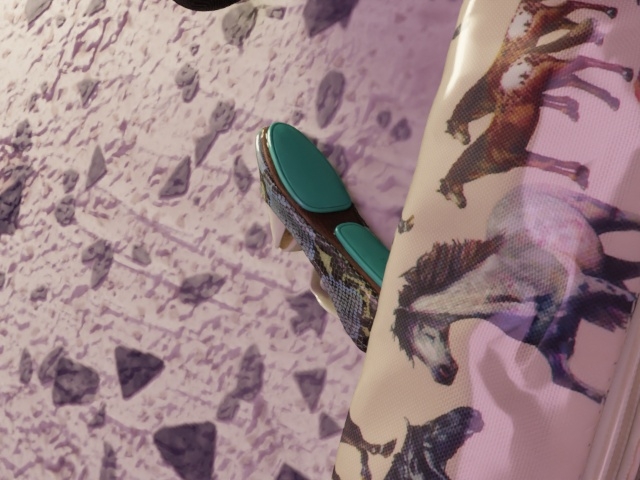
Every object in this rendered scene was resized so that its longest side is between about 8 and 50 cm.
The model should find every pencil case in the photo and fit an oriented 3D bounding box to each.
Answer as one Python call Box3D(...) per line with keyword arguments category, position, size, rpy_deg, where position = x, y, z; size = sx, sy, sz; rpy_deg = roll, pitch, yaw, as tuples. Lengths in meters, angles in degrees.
Box3D(category="pencil case", position=(0.122, 0.025, 0.460), size=(0.183, 0.160, 0.410), rpy_deg=(17, 91, 50))

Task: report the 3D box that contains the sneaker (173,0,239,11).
Box3D(category="sneaker", position=(-0.077, -0.314, 0.697), size=(0.162, 0.106, 0.281), rpy_deg=(25, 85, 38))

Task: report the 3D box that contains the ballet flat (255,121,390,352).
Box3D(category="ballet flat", position=(0.000, 0.000, 0.607), size=(0.070, 0.070, 0.188), rpy_deg=(-46, 58, 18))
